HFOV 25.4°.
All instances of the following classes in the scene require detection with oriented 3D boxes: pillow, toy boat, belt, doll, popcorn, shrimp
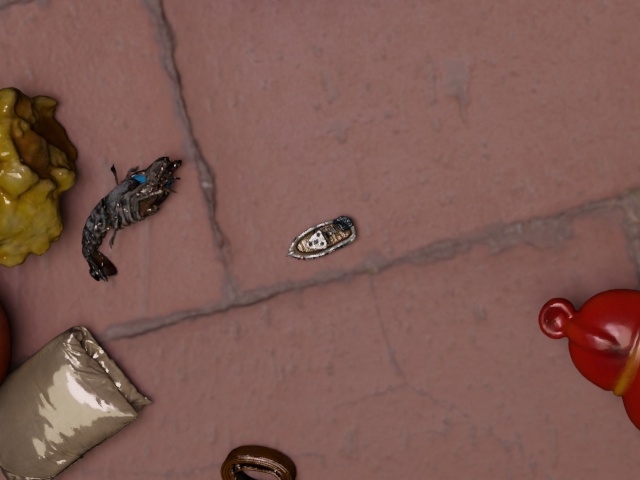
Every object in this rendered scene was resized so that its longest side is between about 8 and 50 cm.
[{"bbox_3d":[-0.300,0.191,1.614,0.181,0.078,0.134,-35,91,11],"label":"pillow"},{"bbox_3d":[0.000,0.000,1.565,0.083,0.038,0.038,-24,94,10],"label":"toy boat"},{"bbox_3d":[-0.070,0.265,1.614,0.083,0.036,0.059,11,106,7],"label":"belt"},{"bbox_3d":[0.399,0.132,1.463,0.363,0.160,0.183,18,107,6],"label":"doll"},{"bbox_3d":[-0.343,-0.069,1.535,0.155,0.197,0.198,-10,96,7],"label":"popcorn"},{"bbox_3d":[-0.219,-0.034,1.571,0.076,0.082,0.174,37,109,-3],"label":"shrimp"}]

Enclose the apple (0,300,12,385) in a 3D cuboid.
[{"bbox_3d":[-0.466,0.114,1.556,0.253,0.253,0.254,1,98,8],"label":"apple"}]
